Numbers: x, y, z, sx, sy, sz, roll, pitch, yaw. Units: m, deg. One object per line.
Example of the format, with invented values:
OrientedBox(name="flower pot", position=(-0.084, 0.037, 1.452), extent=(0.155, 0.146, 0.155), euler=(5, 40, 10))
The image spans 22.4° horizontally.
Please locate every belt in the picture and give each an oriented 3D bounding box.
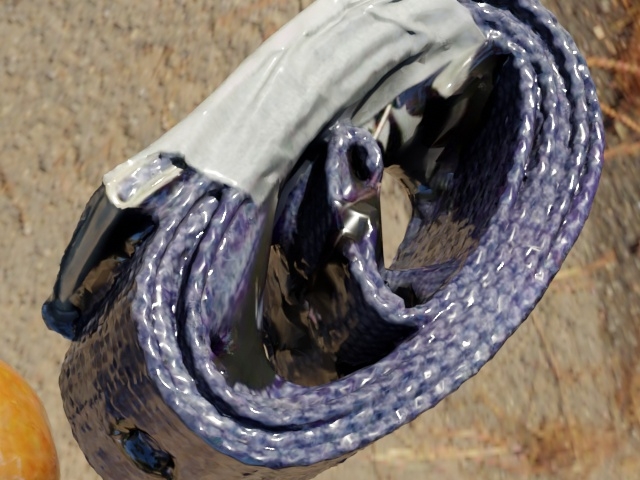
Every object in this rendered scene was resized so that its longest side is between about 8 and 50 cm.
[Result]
OrientedBox(name="belt", position=(0.000, 0.000, 0.605), extent=(0.139, 0.230, 0.126), euler=(44, 150, -4))

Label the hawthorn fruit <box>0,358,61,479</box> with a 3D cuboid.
OrientedBox(name="hawthorn fruit", position=(-0.308, 0.147, 1.107), extent=(0.251, 0.199, 0.199), euler=(34, 110, -26))
